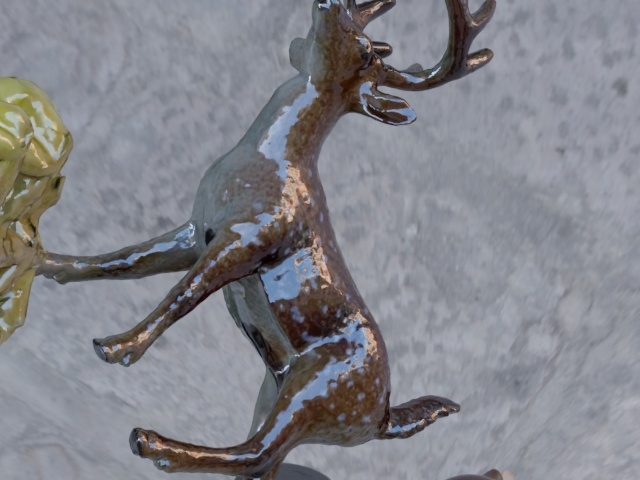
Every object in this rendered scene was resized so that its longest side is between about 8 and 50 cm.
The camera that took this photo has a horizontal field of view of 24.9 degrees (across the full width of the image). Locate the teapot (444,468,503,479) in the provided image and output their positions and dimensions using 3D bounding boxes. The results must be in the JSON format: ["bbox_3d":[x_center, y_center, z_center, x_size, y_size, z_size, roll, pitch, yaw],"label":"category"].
[{"bbox_3d":[0.159,0.330,1.360,0.135,0.178,0.252,8,56,-22],"label":"teapot"}]

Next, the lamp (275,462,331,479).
[{"bbox_3d":[-0.048,0.313,1.313,0.121,0.121,0.214,15,102,7],"label":"lamp"}]

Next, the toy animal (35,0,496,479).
[{"bbox_3d":[-0.012,-0.004,0.705,0.260,0.087,0.243,-29,117,-29],"label":"toy animal"}]

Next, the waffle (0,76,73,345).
[{"bbox_3d":[-0.131,0.041,0.376,0.051,0.149,0.194,28,52,3],"label":"waffle"}]
